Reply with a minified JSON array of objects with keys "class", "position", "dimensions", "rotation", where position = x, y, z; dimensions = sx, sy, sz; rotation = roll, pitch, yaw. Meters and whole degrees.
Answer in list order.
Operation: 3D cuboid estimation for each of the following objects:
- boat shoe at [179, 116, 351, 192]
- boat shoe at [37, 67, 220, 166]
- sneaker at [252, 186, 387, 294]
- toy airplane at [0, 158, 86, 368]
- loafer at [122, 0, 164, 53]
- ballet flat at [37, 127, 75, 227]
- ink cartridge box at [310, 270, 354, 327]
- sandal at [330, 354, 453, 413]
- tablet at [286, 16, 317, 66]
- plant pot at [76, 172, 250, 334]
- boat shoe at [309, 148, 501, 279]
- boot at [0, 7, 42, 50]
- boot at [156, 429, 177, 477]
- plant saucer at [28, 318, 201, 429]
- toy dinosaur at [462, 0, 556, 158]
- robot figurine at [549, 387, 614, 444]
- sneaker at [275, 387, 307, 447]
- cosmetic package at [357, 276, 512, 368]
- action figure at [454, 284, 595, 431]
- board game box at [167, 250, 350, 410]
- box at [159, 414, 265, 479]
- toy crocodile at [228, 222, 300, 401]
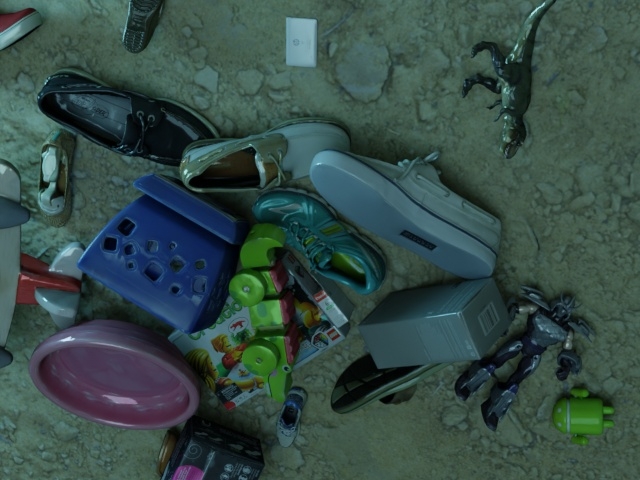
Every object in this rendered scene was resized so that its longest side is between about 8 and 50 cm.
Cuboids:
[{"class":"boat shoe","position":[-0.092,-0.133,1.817],"dimensions":[0.302,0.103,0.113],"rotation":[-12,119,4]},{"class":"boat shoe","position":[-0.346,-0.207,1.870],"dimensions":[0.340,0.113,0.127],"rotation":[27,115,1]},{"class":"sneaker","position":[0.000,0.000,1.876],"dimensions":[0.275,0.110,0.107],"rotation":[32,116,0]},{"class":"toy airplane","position":[-0.635,0.081,1.976],"dimensions":[0.384,0.272,0.386],"rotation":[-25,104,21]},{"class":"loafer","position":[-0.304,-0.396,1.817],"dimensions":[0.056,0.050,0.148],"rotation":[23,100,0]},{"class":"ballet flat","position":[-0.505,-0.110,1.977],"dimensions":[0.073,0.067,0.206],"rotation":[12,115,8]},{"class":"ink cartridge box","position":[0.013,0.100,1.940],"dimensions":[0.029,0.063,0.115],"rotation":[-36,100,22]},{"class":"sandal","position":[0.149,0.259,1.951],"dimensions":[0.303,0.120,0.086],"rotation":[-25,119,22]},{"class":"tablet","position":[-0.032,-0.338,1.797],"dimensions":[0.054,0.006,0.083],"rotation":[6,113,12]},{"class":"plant pot","position":[-0.257,0.013,1.866],"dimensions":[0.236,0.236,0.212],"rotation":[29,92,4]},{"class":"boat shoe","position":[0.160,-0.084,1.783],"dimensions":[0.367,0.156,0.136],"rotation":[28,152,-12]},{"class":"boot","position":[-0.625,-0.410,1.871],"dimensions":[0.244,0.088,0.176],"rotation":[-16,106,23]},{"class":"boot","position":[-0.259,0.484,2.176],"dimensions":[0.152,0.073,0.197],"rotation":[5,112,3]},{"class":"plant saucer","position":[-0.390,0.255,2.036],"dimensions":[0.332,0.084,0.332],"rotation":[7,142,5]},{"class":"toy dinosaur","position":[0.298,-0.273,1.717],"dimensions":[0.118,0.064,0.268],"rotation":[9,112,3]},{"class":"robot figurine","position":[0.476,0.320,1.918],"dimensions":[0.115,0.067,0.101],"rotation":[0,85,14]},{"class":"sneaker","position":[-0.065,0.357,2.072],"dimensions":[0.052,0.058,0.135],"rotation":[15,116,7]},{"class":"cosmetic package","position":[0.197,0.147,1.837],"dimensions":[0.238,0.127,0.107],"rotation":[-10,112,42]},{"class":"action figure","position":[0.367,0.200,1.879],"dimensions":[0.185,0.099,0.285],"rotation":[39,112,4]},{"class":"board game box","position":[-0.120,0.177,2.011],"dimensions":[0.305,0.053,0.193],"rotation":[-35,100,24]},{"class":"box","position":[-0.232,0.496,2.076],"dimensions":[0.163,0.142,0.247],"rotation":[23,98,-12]},{"class":"toy crocodile","position":[-0.088,0.131,1.890],"dimensions":[0.105,0.115,0.340],"rotation":[-3,110,15]}]
